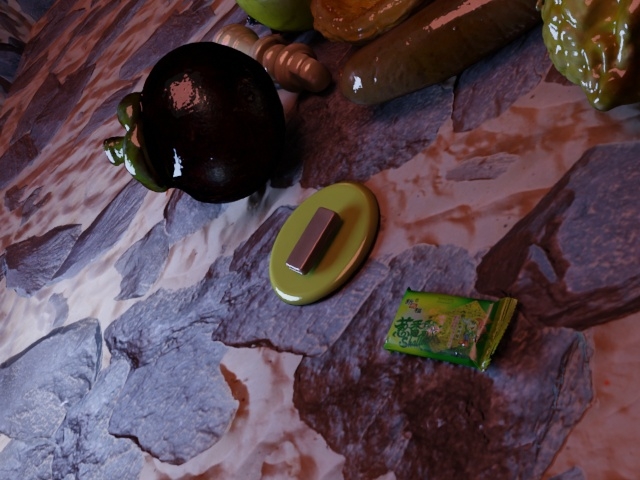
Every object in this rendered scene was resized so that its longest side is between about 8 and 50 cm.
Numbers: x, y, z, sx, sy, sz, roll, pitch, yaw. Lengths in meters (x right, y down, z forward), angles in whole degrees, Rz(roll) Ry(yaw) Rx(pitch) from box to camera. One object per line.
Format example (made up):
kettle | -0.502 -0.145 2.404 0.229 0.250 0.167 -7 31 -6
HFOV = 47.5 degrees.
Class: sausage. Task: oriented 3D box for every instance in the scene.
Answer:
sausage | 0.233 -0.347 1.143 0.500 0.123 0.136 -30 73 30

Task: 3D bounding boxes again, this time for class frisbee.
frisbee | 0.000 0.000 1.209 0.235 0.017 0.236 -28 44 30

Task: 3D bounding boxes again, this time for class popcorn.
popcorn | 0.385 -0.276 0.878 0.236 0.206 0.252 -4 69 28

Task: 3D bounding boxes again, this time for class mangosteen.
mangosteen | -0.220 -0.219 1.374 0.330 0.330 0.330 -27 44 30

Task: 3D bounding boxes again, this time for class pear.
pear | -0.082 -0.576 1.530 0.307 0.253 0.253 42 94 22

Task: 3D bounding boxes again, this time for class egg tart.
egg tart | 0.132 -0.460 1.339 0.318 0.128 0.319 -24 46 27

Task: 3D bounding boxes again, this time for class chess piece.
chess piece | -0.101 -0.385 1.551 0.117 0.117 0.397 -55 39 -3

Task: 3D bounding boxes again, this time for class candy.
candy | 0.161 0.110 0.937 0.178 0.032 0.102 4 64 48

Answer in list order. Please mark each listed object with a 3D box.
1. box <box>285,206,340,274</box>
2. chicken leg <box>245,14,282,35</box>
box | -0.011 0.001 1.183 0.048 0.025 0.115 21 77 47
chicken leg | -0.111 -0.538 1.716 0.105 0.063 0.234 -55 38 5
